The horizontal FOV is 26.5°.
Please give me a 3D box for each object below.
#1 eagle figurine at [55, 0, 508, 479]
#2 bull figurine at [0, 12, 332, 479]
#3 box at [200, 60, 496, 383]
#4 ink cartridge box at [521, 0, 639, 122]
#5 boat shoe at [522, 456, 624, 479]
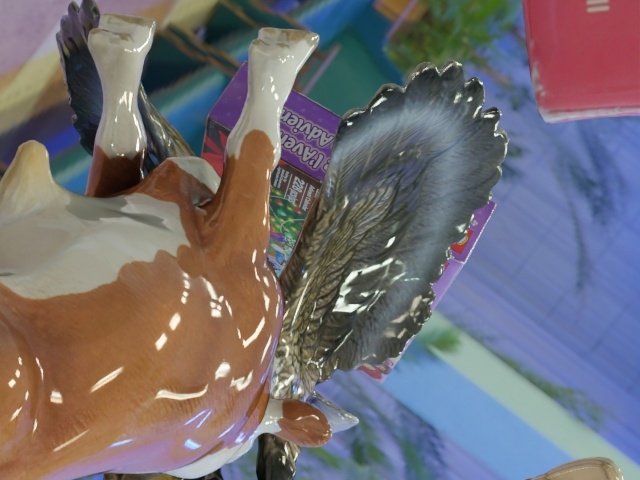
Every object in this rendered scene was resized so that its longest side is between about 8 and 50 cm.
[{"bbox_3d":[-0.037,0.030,0.751,0.225,0.226,0.298,18,-78,54],"label":"eagle figurine"},{"bbox_3d":[-0.079,0.013,0.481,0.310,0.101,0.188,-10,107,-65],"label":"bull figurine"},{"bbox_3d":[0.000,0.000,1.042,0.057,0.201,0.293,-59,176,-23],"label":"box"},{"bbox_3d":[0.233,-0.177,0.262,0.160,0.385,0.279,-18,105,-51],"label":"ink cartridge box"},{"bbox_3d":[0.181,0.239,1.178,0.170,0.063,0.059,-32,162,20],"label":"boat shoe"}]
